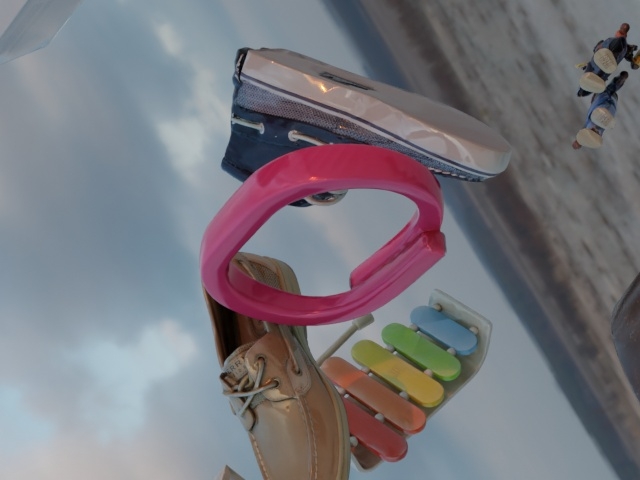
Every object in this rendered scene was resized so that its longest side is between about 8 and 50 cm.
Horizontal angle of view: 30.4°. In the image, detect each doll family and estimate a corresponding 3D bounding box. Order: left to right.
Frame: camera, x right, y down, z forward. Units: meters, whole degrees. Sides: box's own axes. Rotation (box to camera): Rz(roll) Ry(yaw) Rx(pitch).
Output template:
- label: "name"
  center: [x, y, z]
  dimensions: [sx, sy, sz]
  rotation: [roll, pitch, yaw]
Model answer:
- label: "doll family"
  center: [0.276, -0.162, 1.046]
  dimensions: [0.076, 0.193, 0.111]
  rotation: [42, -154, -7]

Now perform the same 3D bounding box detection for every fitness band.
- label: "fitness band"
  center: [0.000, 0.000, 1.180]
  dimensions: [0.209, 0.291, 0.054]
  rotation: [17, -126, -23]

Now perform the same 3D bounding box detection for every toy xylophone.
- label: "toy xylophone"
  center: [0.082, 0.192, 1.678]
  dimensions: [0.236, 0.322, 0.081]
  rotation: [24, 142, 30]

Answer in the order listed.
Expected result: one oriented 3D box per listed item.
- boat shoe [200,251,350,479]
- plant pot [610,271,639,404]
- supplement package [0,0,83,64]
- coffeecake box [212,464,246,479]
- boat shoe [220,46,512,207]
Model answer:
- label: "boat shoe"
  center: [-0.065, 0.156, 1.313]
  dimensions: [0.110, 0.122, 0.341]
  rotation: [22, -144, -42]
- label: "plant pot"
  center: [0.241, 0.012, 0.464]
  dimensions: [0.215, 0.230, 0.215]
  rotation: [38, -150, -26]
- label: "supplement package"
  center: [-0.318, -0.302, 1.209]
  dimensions: [0.149, 0.194, 0.203]
  rotation: [42, -161, -5]
- label: "coffeecake box"
  center: [-0.141, 0.442, 1.693]
  dimensions: [0.142, 0.185, 0.068]
  rotation: [39, -172, -5]
- label: "boat shoe"
  center: [0.041, -0.096, 1.330]
  dimensions: [0.341, 0.158, 0.127]
  rotation: [25, -159, 25]
